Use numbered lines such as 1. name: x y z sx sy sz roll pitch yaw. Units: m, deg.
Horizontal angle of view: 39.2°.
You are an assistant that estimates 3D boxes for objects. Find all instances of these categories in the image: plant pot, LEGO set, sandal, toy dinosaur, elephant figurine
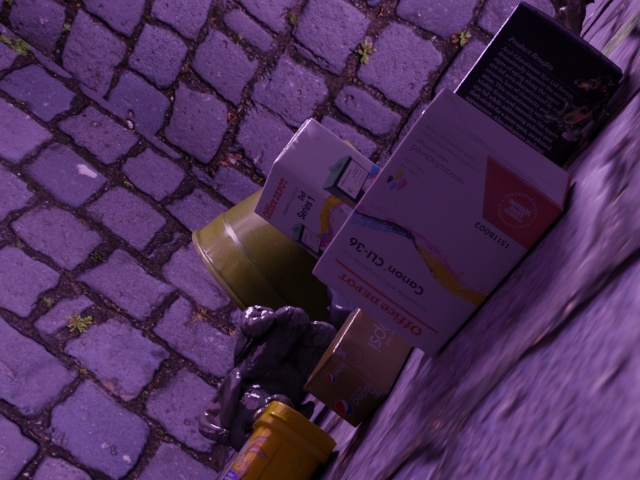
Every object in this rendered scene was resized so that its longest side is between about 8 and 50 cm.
1. plant pot: 0.000 0.000 1.773 0.353 0.366 0.366 -43 -1 6
2. LEGO set: 0.206 -0.098 0.702 0.083 0.023 0.054 -42 33 -24
3. sandal: 0.048 0.098 1.287 0.254 0.097 0.054 -42 -38 -79
4. toy dinosaur: 0.438 -0.457 1.384 0.313 0.121 0.160 -58 12 -8
5. elephant figurine: -0.072 0.212 1.136 0.186 0.169 0.239 75 -153 -51

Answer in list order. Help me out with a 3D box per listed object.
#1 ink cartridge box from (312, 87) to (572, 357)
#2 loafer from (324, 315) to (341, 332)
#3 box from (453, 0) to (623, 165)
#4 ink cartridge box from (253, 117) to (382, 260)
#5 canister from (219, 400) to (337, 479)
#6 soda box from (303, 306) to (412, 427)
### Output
1. ink cartridge box: 0.076 0.003 0.665 0.198 0.115 0.067 -56 -2 33
2. loafer: 0.057 0.128 1.498 0.061 0.062 0.170 -86 20 -48
3. box: 0.148 -0.081 0.803 0.207 0.108 0.153 -54 -2 -7
4. ink cartridge box: 0.041 -0.046 1.517 0.117 0.278 0.201 -53 -2 -26
5. canister: -0.066 0.241 0.825 0.170 0.073 0.126 -55 -1 -18
6. soda box: 0.054 0.086 0.841 0.058 0.061 0.181 -54 -1 38
